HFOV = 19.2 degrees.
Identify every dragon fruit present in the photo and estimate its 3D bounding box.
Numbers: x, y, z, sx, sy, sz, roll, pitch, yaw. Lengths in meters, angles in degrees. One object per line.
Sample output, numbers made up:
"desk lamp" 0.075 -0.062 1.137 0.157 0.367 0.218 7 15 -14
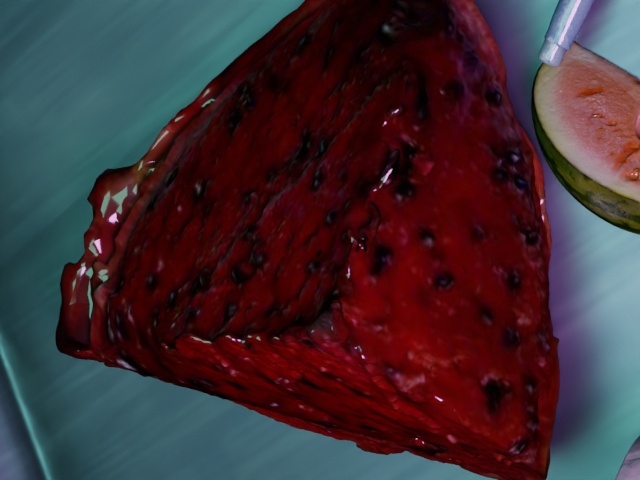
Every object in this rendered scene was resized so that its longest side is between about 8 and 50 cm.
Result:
"dragon fruit" 0.008 0.004 1.232 0.329 0.228 0.286 -16 55 47

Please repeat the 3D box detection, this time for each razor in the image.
"razor" 0.165 -0.168 1.142 0.068 0.040 0.135 28 101 23

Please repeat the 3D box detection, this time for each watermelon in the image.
"watermelon" 0.184 -0.041 1.156 0.163 0.087 0.069 40 149 21

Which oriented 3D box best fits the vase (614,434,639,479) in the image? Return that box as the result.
"vase" 0.354 0.242 0.995 0.445 0.250 0.250 14 102 19
